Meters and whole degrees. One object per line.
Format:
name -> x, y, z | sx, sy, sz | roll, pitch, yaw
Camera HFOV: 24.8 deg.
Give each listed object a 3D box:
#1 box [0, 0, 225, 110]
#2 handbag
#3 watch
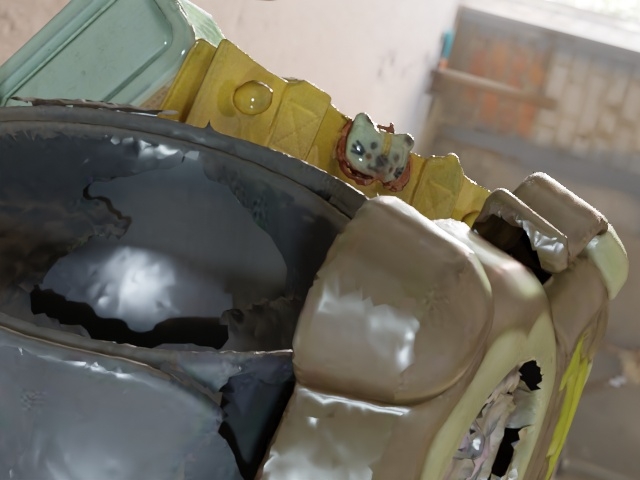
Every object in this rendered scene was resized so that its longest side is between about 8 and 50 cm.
box -> -0.259, -0.197, 1.873 | 0.312, 0.175, 0.182 | -38, 157, 18
handbag -> 0.000, 0.000, 1.430 | 0.401, 0.133, 0.283 | 29, 75, -26
watch -> -0.065, 0.060, 0.711 | 0.335, 0.327, 0.314 | -28, 138, -57
